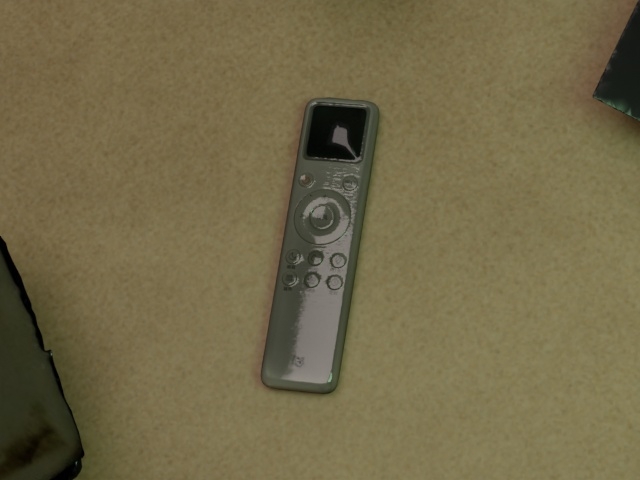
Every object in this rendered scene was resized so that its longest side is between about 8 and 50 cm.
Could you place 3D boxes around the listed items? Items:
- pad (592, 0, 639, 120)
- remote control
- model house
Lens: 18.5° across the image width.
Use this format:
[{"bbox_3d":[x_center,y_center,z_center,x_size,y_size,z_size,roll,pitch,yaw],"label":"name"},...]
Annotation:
[{"bbox_3d":[0.362,-0.131,1.591,0.245,0.006,0.170,26,78,-1],"label":"pad"},{"bbox_3d":[0.000,0.000,1.655,0.067,0.029,0.261,5,73,14],"label":"remote control"},{"bbox_3d":[-0.376,0.181,1.569,0.282,0.297,0.317,-44,67,44],"label":"model house"}]
